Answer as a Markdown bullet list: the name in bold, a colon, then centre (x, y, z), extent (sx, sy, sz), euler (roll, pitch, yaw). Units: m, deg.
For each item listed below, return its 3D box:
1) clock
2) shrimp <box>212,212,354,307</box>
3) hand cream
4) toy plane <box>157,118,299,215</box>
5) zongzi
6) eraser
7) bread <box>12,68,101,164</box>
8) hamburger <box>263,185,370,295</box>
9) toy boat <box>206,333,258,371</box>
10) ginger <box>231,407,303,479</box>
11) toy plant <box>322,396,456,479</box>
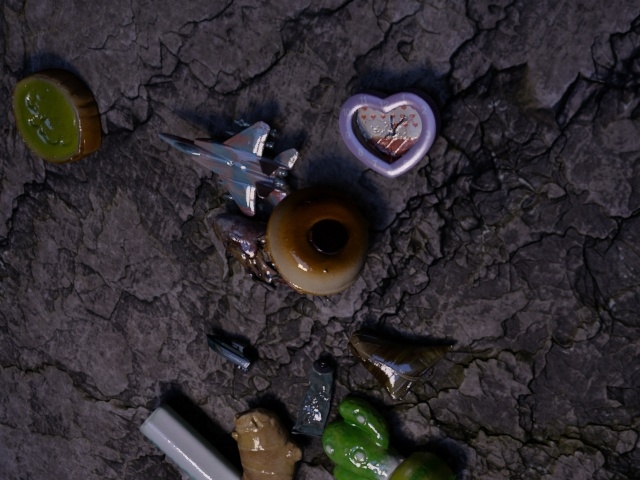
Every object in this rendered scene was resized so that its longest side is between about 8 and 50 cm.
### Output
- **clock**: centre (0.139, -0.209, 1.586), extent (0.198, 0.064, 0.172), euler (2, 114, 27)
- **shrimp**: centre (-0.090, 0.038, 1.799), extent (0.343, 0.116, 0.145), euler (30, 148, 8)
- **hand cream**: centre (-0.012, 0.380, 1.961), extent (0.075, 0.052, 0.248), euler (24, 122, 17)
- **toy plane**: centre (-0.202, -0.179, 1.761), extent (0.326, 0.104, 0.223), euler (25, 122, 20)
- **zongzi**: centre (0.163, 0.226, 1.785), extent (0.187, 0.084, 0.184), euler (45, 112, 7)
- **eraser**: centre (-0.340, 0.555, 2.164), extent (0.290, 0.104, 0.189), euler (42, 156, 5)
- **bread**: centre (-0.627, -0.292, 1.951), extent (0.236, 0.070, 0.236), euler (11, 117, 23)
- **hamburger**: centre (-0.004, -0.001, 1.677), extent (0.237, 0.237, 0.147), euler (50, 161, -1)
- **toy boat**: centre (-0.223, 0.266, 2.016), extent (0.141, 0.055, 0.060), euler (27, 100, 15)
- **ginger**: centre (-0.134, 0.569, 2.080), extent (0.190, 0.126, 0.354), euler (9, 120, 13)
- **toy plant**: centre (0.139, 0.517, 1.900), extent (0.316, 0.184, 0.224), euler (35, 122, 28)
